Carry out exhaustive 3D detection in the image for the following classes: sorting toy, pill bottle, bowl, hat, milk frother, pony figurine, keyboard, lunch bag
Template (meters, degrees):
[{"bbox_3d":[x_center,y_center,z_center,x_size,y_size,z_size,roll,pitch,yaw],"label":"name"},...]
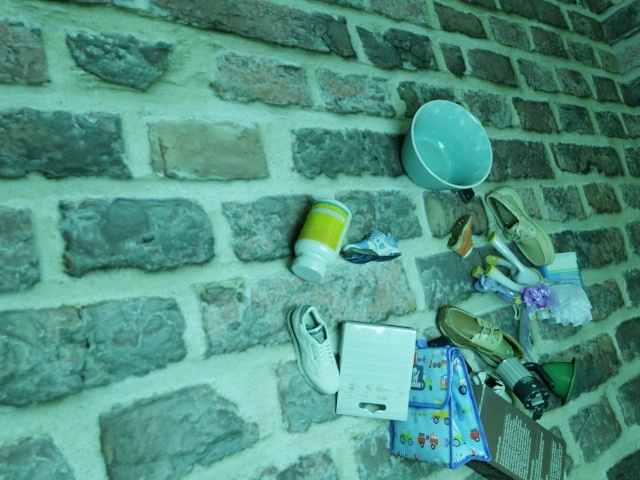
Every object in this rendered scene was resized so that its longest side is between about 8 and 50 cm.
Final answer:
[{"bbox_3d":[0.734,0.259,1.524,0.075,0.045,0.083,1,73,-11],"label":"sorting toy"},{"bbox_3d":[0.000,0.000,1.116,0.118,0.118,0.208,31,61,-19],"label":"pill bottle"},{"bbox_3d":[0.394,-0.290,1.405,0.312,0.163,0.311,7,72,-21],"label":"bowl"},{"bbox_3d":[0.787,0.467,1.493,0.172,0.184,0.208,-65,151,-22],"label":"hat"},{"bbox_3d":[0.619,0.452,1.272,0.129,0.134,0.143,0,117,-15],"label":"milk frother"},{"bbox_3d":[0.811,0.230,1.557,0.067,0.067,0.120,-3,76,-32],"label":"pill bottle"},{"bbox_3d":[0.696,0.176,1.400,0.364,0.302,0.351,31,44,-1],"label":"pony figurine"},{"bbox_3d":[0.496,-0.217,1.542,0.180,0.023,0.108,54,50,-4],"label":"keyboard"},{"bbox_3d":[0.288,0.406,1.092,0.138,0.221,0.292,6,72,-30],"label":"lunch bag"}]

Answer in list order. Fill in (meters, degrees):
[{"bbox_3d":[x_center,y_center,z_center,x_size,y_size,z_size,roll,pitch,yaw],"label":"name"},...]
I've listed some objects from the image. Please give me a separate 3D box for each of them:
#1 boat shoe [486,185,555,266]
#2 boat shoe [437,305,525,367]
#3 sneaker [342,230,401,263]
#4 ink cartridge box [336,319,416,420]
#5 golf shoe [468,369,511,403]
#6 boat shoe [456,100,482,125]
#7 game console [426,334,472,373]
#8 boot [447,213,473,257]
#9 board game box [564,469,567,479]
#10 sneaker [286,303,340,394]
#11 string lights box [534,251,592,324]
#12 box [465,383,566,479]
[{"bbox_3d":[0.740,-0.040,1.580,0.110,0.121,0.340,-24,78,-30],"label":"boat shoe"},{"bbox_3d":[0.516,0.297,1.326,0.324,0.120,0.122,31,61,-19],"label":"boat shoe"},{"bbox_3d":[0.144,0.019,1.227,0.211,0.080,0.081,1,67,-41],"label":"sneaker"},{"bbox_3d":[0.141,0.334,1.096,0.189,0.066,0.232,7,91,-1],"label":"ink cartridge box"},{"bbox_3d":[0.541,0.470,1.307,0.186,0.086,0.067,38,58,-17],"label":"golf shoe"},{"bbox_3d":[0.579,-0.480,1.661,0.049,0.056,0.152,-34,84,-29],"label":"boat shoe"},{"bbox_3d":[0.353,0.371,1.230,0.144,0.124,0.085,53,30,-7],"label":"game console"},{"bbox_3d":[0.502,-0.015,1.462,0.085,0.059,0.157,37,67,-19],"label":"boot"},{"bbox_3d":[0.756,0.737,1.384,0.104,0.026,0.153,-3,76,-32],"label":"board game box"},{"bbox_3d":[-0.008,0.271,1.037,0.090,0.095,0.234,-24,89,-36],"label":"sneaker"},{"bbox_3d":[0.918,0.182,1.599,0.134,0.076,0.259,-5,75,1],"label":"string lights box"},{"bbox_3d":[0.536,0.598,1.229,0.381,0.143,0.191,38,57,-17],"label":"box"}]
